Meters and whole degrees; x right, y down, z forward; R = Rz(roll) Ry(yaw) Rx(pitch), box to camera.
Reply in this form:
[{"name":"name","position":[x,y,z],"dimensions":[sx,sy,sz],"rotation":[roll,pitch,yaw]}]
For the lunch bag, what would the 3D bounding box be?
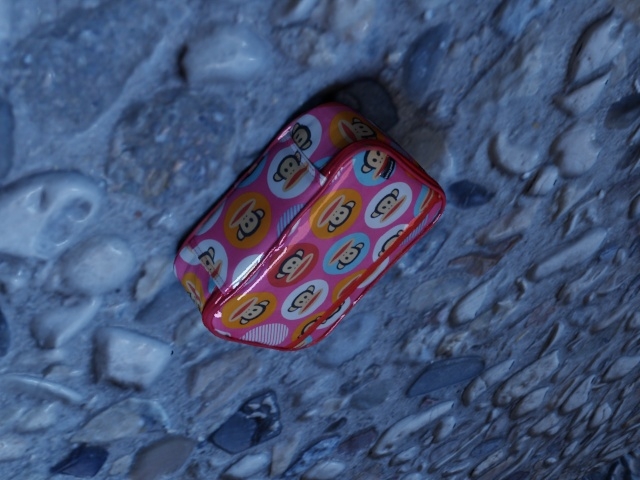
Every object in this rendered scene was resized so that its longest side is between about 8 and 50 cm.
[{"name":"lunch bag","position":[0.000,0.000,0.890],"dimensions":[0.293,0.120,0.258],"rotation":[-47,145,13]}]
